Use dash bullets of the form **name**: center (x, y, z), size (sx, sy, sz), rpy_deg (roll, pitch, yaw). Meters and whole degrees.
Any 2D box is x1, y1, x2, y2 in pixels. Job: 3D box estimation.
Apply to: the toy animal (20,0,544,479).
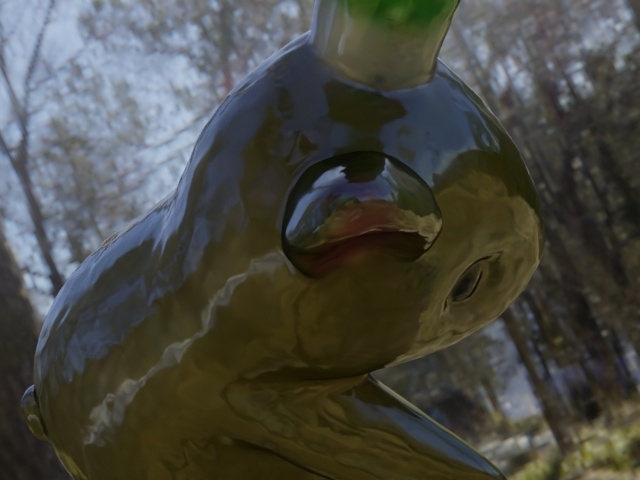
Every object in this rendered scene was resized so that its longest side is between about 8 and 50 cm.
- **toy animal**: center (0.013, 0.008, 0.521), size (0.180, 0.181, 0.363), rpy_deg (16, -36, -24)
